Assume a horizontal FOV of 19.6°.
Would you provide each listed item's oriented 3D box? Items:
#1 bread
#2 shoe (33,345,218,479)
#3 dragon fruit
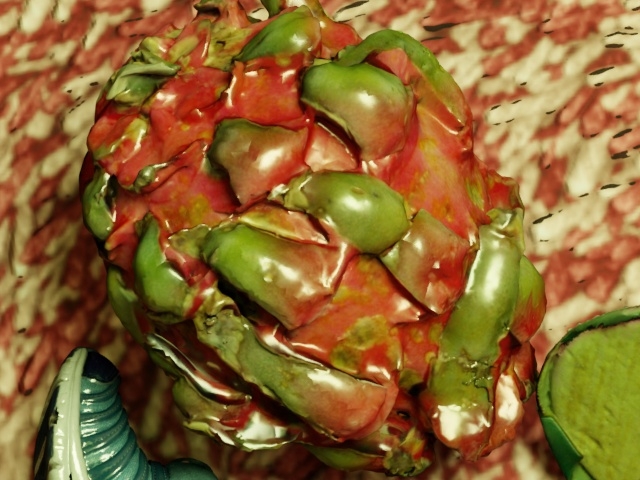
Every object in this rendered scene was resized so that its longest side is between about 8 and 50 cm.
[{"bbox_3d":[0.225,0.113,1.010,0.228,0.228,0.033,26,53,13],"label":"bread"},{"bbox_3d":[-0.112,0.159,1.096,0.106,0.091,0.207,-10,65,-22],"label":"shoe"},{"bbox_3d":[-0.002,0.001,1.055,0.231,0.237,0.303,-33,91,4],"label":"dragon fruit"}]
